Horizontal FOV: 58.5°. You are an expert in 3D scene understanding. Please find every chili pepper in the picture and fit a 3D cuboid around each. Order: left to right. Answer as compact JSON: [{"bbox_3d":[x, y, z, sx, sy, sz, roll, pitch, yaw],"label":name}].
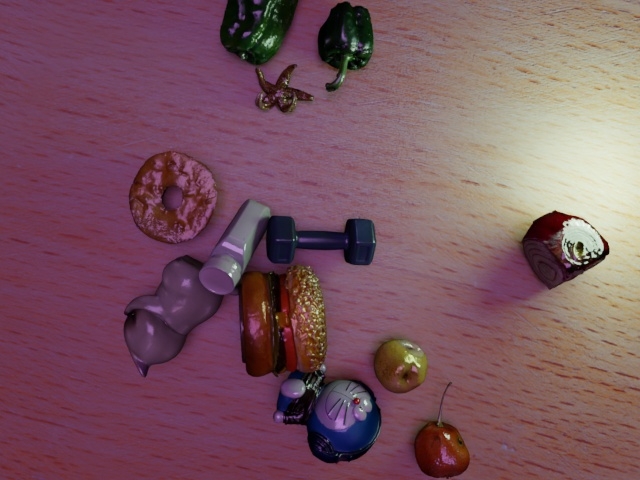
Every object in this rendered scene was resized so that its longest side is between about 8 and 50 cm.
[{"bbox_3d":[-0.178,-0.727,1.715,0.213,0.167,0.384,19,89,-4],"label":"chili pepper"},{"bbox_3d":[0.076,-0.579,1.729,0.165,0.174,0.260,1,90,-27],"label":"chili pepper"}]

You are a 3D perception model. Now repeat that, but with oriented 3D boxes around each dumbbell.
[{"bbox_3d":[0.000,0.000,1.708,0.325,0.160,0.144,1,91,-11],"label":"dumbbell"}]

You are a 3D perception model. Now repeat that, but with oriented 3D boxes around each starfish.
[{"bbox_3d":[-0.112,-0.470,1.765,0.190,0.074,0.146,7,92,-2],"label":"starfish"}]

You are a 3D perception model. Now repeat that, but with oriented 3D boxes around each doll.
[{"bbox_3d":[-0.436,0.198,1.698,0.370,0.215,0.226,-43,108,-3],"label":"doll"},{"bbox_3d":[0.031,0.514,1.709,0.310,0.284,0.240,23,130,12],"label":"doll"}]

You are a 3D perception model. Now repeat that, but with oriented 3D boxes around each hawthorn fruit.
[{"bbox_3d":[0.369,0.584,1.761,0.165,0.165,0.285,-4,85,-2],"label":"hawthorn fruit"}]

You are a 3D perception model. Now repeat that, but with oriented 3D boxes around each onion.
[{"bbox_3d":[0.742,0.010,1.737,0.207,0.216,0.206,-28,75,-11],"label":"onion"}]

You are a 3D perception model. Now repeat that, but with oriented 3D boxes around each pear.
[{"bbox_3d":[0.245,0.383,1.742,0.178,0.178,0.177,0,91,-2],"label":"pear"}]

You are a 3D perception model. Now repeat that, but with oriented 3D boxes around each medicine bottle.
[{"bbox_3d":[-0.244,0.019,1.656,0.111,0.296,0.161,24,134,-2],"label":"medicine bottle"}]

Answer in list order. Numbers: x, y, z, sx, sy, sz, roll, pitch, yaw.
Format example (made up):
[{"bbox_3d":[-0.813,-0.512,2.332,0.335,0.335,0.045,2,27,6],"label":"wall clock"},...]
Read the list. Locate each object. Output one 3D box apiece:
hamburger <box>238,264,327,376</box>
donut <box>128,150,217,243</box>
[{"bbox_3d":[-0.108,0.232,1.649,0.250,0.330,0.329,-3,91,-8],"label":"hamburger"},{"bbox_3d":[-0.443,-0.128,1.743,0.278,0.108,0.277,0,91,-1],"label":"donut"}]
